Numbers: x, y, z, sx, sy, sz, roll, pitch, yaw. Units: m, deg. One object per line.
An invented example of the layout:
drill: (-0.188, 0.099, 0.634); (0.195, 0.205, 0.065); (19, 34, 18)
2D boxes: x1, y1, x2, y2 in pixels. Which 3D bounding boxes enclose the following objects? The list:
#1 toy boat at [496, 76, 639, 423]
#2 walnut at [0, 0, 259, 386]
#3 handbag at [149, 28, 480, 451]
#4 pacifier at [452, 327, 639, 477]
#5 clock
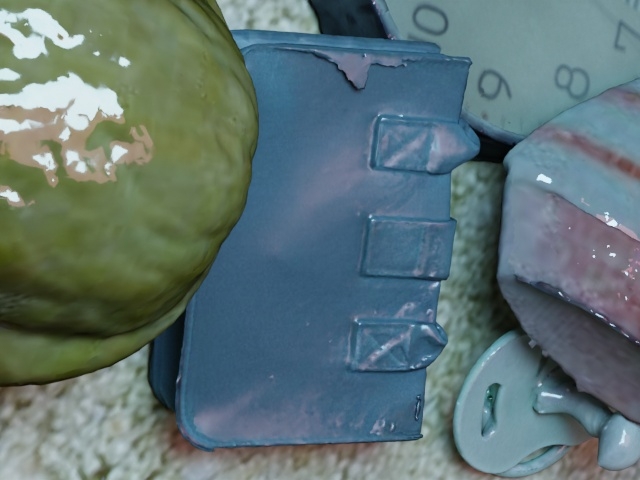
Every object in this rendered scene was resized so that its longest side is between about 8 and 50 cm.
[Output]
toy boat: (0.224, -0.032, 1.050); (0.206, 0.096, 0.282); (39, 62, -5)
walnut: (-0.163, -0.063, 0.798); (0.282, 0.227, 0.283); (7, 75, -26)
handbag: (0.000, 0.000, 0.962); (0.179, 0.062, 0.229); (0, 103, -24)
pacifier: (0.157, 0.111, 1.069); (0.150, 0.116, 0.127); (-9, 122, -34)
clock: (0.133, -0.210, 1.065); (0.325, 0.067, 0.325); (-2, 94, -32)
